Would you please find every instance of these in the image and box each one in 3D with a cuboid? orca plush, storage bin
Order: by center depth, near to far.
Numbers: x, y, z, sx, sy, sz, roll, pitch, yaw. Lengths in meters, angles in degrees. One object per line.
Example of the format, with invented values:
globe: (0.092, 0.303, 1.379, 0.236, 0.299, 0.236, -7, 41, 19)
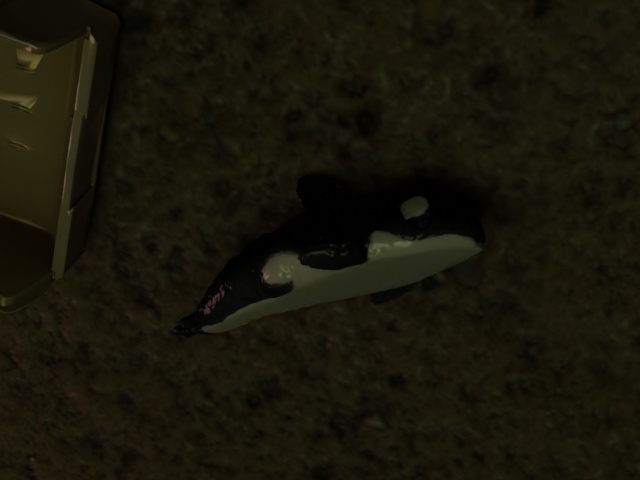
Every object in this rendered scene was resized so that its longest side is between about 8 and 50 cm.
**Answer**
orca plush: (0.000, 0.000, 1.183, 0.151, 0.102, 0.287, 11, 152, -43)
storage bin: (-0.324, -0.105, 1.187, 0.260, 0.123, 0.262, 20, 123, 8)
